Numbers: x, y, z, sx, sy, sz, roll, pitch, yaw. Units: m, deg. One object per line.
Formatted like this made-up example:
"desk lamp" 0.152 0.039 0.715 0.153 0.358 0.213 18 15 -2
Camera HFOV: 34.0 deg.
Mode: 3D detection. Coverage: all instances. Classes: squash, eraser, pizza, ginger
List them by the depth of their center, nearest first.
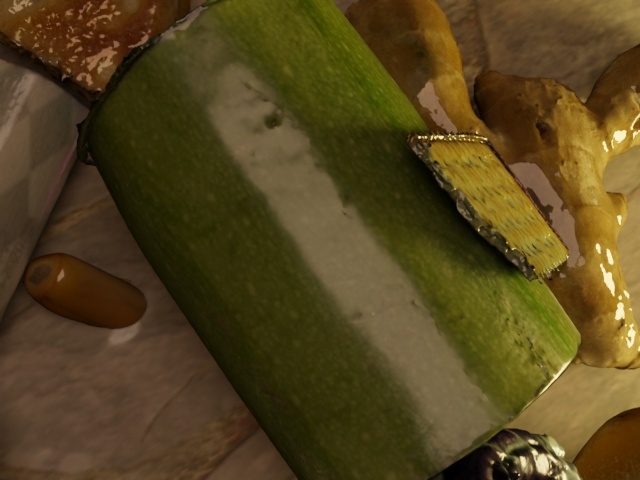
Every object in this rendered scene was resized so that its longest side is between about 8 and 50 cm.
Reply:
"squash" 0.000 0.000 0.869 0.263 0.263 0.384 -35 85 -12
"eraser" -0.375 0.018 0.896 0.213 0.082 0.397 20 77 10
"pizza" -0.239 -0.251 0.978 0.226 0.086 0.335 -15 79 -5
"ginger" 0.184 -0.072 0.979 0.363 0.122 0.348 13 69 -15

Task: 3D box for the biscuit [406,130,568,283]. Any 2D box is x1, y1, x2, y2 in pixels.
"biscuit" 0.141 -0.029 0.825 0.016 0.203 0.144 -38 82 21

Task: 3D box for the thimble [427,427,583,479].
"thimble" 0.137 0.259 0.783 0.150 0.237 0.237 -34 83 24

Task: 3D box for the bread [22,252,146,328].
"bread" -0.215 0.049 0.943 0.062 0.103 0.049 -10 62 34

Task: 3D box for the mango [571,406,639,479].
"mango" 0.282 0.295 0.911 0.193 0.146 0.316 17 92 -1
